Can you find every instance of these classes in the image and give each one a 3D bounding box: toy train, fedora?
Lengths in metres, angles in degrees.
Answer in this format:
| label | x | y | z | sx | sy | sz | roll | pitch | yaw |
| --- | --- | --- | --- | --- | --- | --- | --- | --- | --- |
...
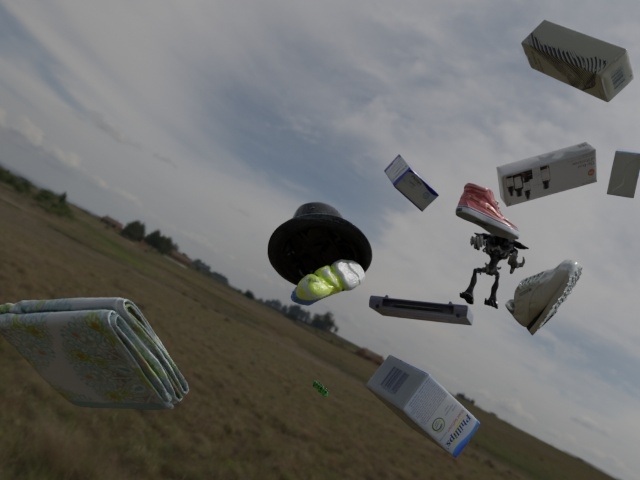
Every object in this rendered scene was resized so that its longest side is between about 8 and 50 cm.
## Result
| label | x | y | z | sx | sy | sz | roll | pitch | yaw |
| --- | --- | --- | --- | --- | --- | --- | --- | --- | --- |
| toy train | -0.001 | 0.452 | 1.787 | 0.017 | 0.023 | 0.083 | 13 | 5 | -31 |
| fedora | 0.000 | 0.000 | 1.726 | 0.334 | 0.152 | 0.334 | 0 | -40 | 0 |

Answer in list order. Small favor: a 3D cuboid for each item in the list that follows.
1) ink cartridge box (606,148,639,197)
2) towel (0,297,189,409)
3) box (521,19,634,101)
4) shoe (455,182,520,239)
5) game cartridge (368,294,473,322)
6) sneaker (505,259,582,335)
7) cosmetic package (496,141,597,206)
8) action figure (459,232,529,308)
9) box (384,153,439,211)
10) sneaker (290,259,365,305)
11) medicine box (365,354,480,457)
| label | x | y | z | sx | sy | sz | roll | pitch | yaw |
| --- | --- | --- | --- | --- | --- | --- | --- | --- | --- |
| ink cartridge box | 0.946 | -0.212 | 1.809 | 0.078 | 0.134 | 0.231 | 12 | 16 | 27 |
| towel | -0.518 | 0.258 | 1.330 | 0.375 | 0.090 | 0.320 | -5 | -52 | 22 |
| box | 0.660 | -0.469 | 1.513 | 0.113 | 0.094 | 0.275 | 42 | 5 | -42 |
| shoe | 0.400 | -0.068 | 1.361 | 0.178 | 0.081 | 0.063 | 23 | -13 | -17 |
| game cartridge | 0.379 | 0.258 | 2.174 | 0.355 | 0.068 | 0.230 | 4 | -10 | 20 |
| sneaker | 0.459 | 0.108 | 1.220 | 0.095 | 0.090 | 0.235 | 47 | -31 | 25 |
| cosmetic package | 0.586 | -0.170 | 1.514 | 0.060 | 0.239 | 0.098 | -99 | 172 | -57 |
| action figure | 0.500 | 0.053 | 1.672 | 0.164 | 0.275 | 0.141 | 18 | -18 | 15 |
| box | 0.264 | -0.169 | 1.708 | 0.126 | 0.072 | 0.137 | 38 | 15 | -22 |
| sneaker | 0.011 | 0.121 | 1.645 | 0.240 | 0.091 | 0.126 | -10 | -16 | -42 |
| medicine box | 0.343 | 0.558 | 1.991 | 0.289 | 0.149 | 0.263 | 44 | -12 | -19 |
